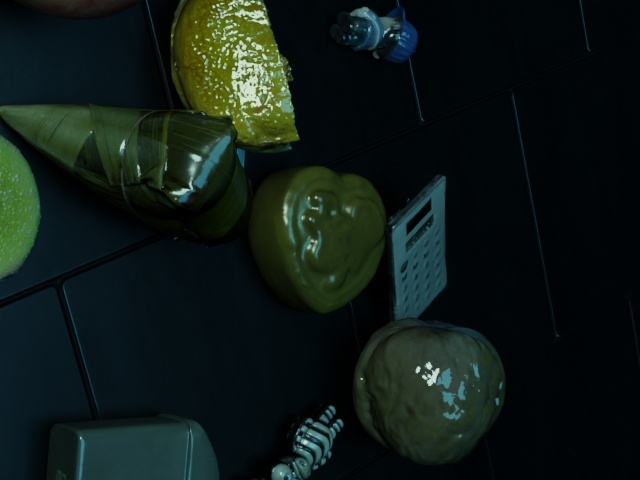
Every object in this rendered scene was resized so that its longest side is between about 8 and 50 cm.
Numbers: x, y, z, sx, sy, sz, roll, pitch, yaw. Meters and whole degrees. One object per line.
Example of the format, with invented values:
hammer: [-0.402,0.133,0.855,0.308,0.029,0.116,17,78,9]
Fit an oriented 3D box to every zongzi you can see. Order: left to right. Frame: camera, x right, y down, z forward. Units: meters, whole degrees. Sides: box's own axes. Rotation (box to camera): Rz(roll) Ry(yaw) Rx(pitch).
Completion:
zongzi: [-0.257,-0.101,1.786,0.289,0.318,0.154,79,29,-72]

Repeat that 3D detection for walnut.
walnut: [0.171,0.242,2.097,0.248,0.248,0.248,-3,95,-43]

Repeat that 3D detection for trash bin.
trash bin: [-0.255,0.330,1.801,0.236,0.101,0.176,4,91,-41]

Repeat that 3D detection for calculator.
calculator: [0.159,0.025,2.148,0.161,0.021,0.261,-45,146,-33]

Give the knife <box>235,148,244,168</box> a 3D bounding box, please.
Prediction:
knife: [-0.122,-0.122,1.958,0.027,0.010,0.096,6,86,-43]

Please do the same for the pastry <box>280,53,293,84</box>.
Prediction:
pastry: [-0.088,-0.217,1.951,0.080,0.056,0.140,31,77,-23]

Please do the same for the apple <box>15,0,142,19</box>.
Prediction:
apple: [-0.312,-0.443,1.605,0.345,0.269,0.344,22,65,-58]

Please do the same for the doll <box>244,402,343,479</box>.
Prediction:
doll: [-0.040,0.343,2.023,0.219,0.067,0.091,-46,126,-29]

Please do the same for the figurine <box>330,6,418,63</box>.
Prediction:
figurine: [0.092,-0.333,2.103,0.149,0.087,0.086,0,130,-42]

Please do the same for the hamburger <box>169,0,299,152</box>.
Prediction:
hamburger: [-0.134,-0.249,1.843,0.157,0.144,0.282,-17,89,-2]

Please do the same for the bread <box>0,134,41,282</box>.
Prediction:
bread: [-0.448,-0.038,1.641,0.228,0.033,0.228,-5,98,-42]

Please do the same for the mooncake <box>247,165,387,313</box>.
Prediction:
mooncake: [0.000,0.000,2.010,0.235,0.117,0.234,-1,92,-46]
